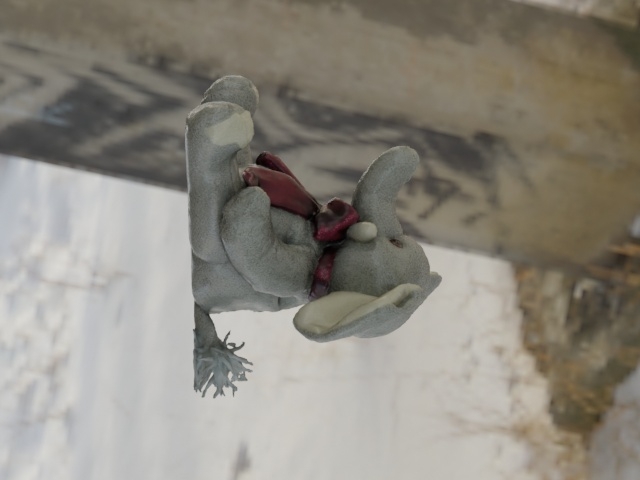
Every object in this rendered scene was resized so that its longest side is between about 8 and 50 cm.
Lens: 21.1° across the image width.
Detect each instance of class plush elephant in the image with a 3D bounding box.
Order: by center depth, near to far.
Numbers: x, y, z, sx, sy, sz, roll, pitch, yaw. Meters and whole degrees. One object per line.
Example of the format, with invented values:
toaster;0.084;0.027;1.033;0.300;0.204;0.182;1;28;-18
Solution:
plush elephant;0.000;0.000;1.724;0.272;0.255;0.330;-88;-2;-85
